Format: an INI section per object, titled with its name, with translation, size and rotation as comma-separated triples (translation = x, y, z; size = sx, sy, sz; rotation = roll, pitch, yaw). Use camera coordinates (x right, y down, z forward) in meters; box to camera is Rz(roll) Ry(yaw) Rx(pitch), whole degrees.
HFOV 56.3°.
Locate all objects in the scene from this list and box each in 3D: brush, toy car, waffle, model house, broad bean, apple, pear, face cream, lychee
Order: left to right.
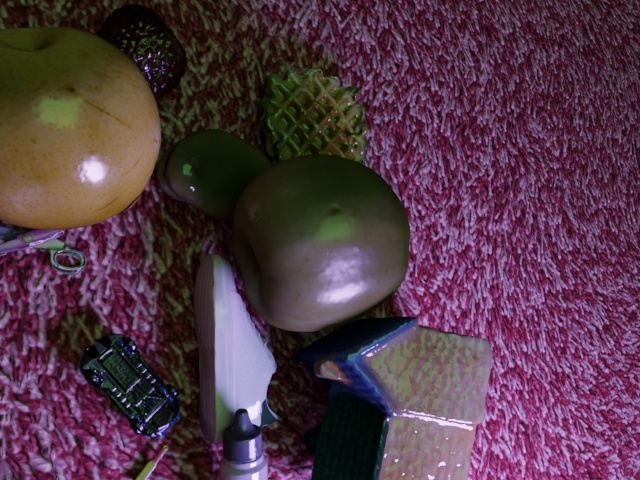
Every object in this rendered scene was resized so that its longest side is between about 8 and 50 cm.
[pear]
translation = -0.430, -0.178, 0.970
size = 0.348, 0.348, 0.348
rotation = 8, 75, -31
[toy car]
translation = -0.344, 0.265, 1.090
size = 0.103, 0.063, 0.216
rotation = -45, 110, -31
[lychee]
translation = -0.358, -0.352, 1.163
size = 0.188, 0.188, 0.188
rotation = 8, 75, -31
[brush]
translation = -0.311, 0.410, 1.102
size = 0.019, 0.021, 0.083
rotation = 44, 66, -15
[broad bean]
translation = -0.210, -0.136, 1.246
size = 0.263, 0.121, 0.189
rotation = 15, 74, -43
[face cream]
translation = -0.140, 0.458, 1.101
size = 0.092, 0.092, 0.311
rotation = -7, 103, -33
[waffle]
translation = -0.012, -0.250, 1.412
size = 0.297, 0.073, 0.317
rotation = -3, 83, -33
[apple]
translation = 0.000, 0.000, 1.166
size = 0.357, 0.357, 0.357
rotation = 8, 75, -31
[model house]
translation = 0.110, 0.352, 1.228
size = 0.343, 0.335, 0.382
rotation = 13, 77, -19

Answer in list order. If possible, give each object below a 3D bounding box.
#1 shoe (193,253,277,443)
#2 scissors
[shoe]
translation = -0.156, 0.205, 1.184
size = 0.160, 0.132, 0.362
rotation = 0, 83, -31
[scissors]
translation = -0.517, -0.001, 1.066
size = 0.187, 0.020, 0.133
rotation = -3, 85, -34
